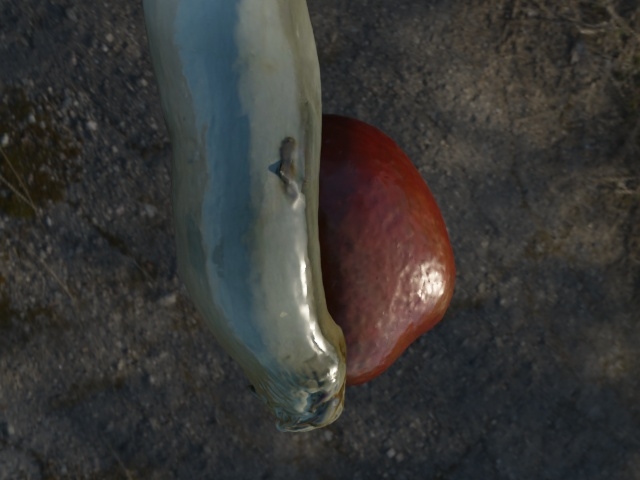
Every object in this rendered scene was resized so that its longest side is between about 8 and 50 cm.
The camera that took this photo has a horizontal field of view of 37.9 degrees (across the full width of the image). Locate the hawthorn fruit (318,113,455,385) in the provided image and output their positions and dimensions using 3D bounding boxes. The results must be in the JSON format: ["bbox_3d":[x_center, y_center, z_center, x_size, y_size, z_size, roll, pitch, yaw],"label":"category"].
[{"bbox_3d":[0.013,0.011,1.046,0.295,0.295,0.311,-12,132,-18],"label":"hawthorn fruit"}]

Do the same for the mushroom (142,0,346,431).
[{"bbox_3d":[-0.050,-0.029,0.785,0.177,0.126,0.396,-7,93,-63],"label":"mushroom"}]
